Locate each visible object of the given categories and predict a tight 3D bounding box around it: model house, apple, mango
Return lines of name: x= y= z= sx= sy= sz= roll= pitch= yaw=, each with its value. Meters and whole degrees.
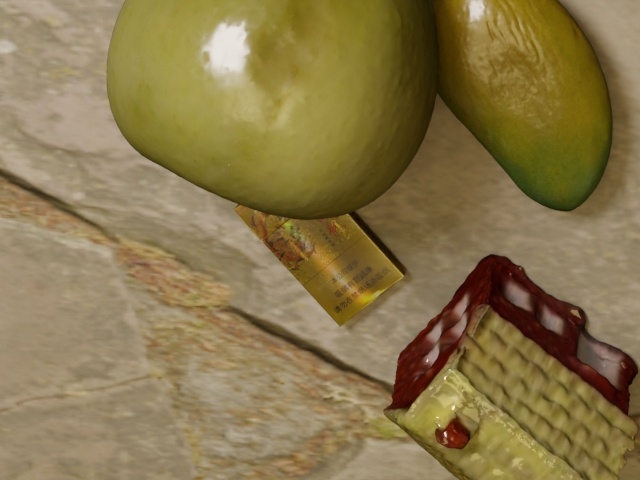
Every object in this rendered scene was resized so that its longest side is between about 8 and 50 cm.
model house: x=0.171 y=0.159 z=1.608 sx=0.196 sy=0.254 sz=0.160 roll=41 pitch=113 yaw=-5
apple: x=-0.038 y=-0.156 z=1.516 sx=0.292 sy=0.292 sz=0.254 roll=25 pitch=96 yaw=0
mango: x=0.187 y=-0.139 z=1.592 sx=0.137 sy=0.091 sz=0.237 roll=-37 pitch=106 yaw=24

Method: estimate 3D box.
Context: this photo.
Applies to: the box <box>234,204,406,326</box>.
box: x=0.000 y=0.000 z=1.701 sx=0.089 sy=0.022 sz=0.156 roll=-38 pitch=99 yaw=18
